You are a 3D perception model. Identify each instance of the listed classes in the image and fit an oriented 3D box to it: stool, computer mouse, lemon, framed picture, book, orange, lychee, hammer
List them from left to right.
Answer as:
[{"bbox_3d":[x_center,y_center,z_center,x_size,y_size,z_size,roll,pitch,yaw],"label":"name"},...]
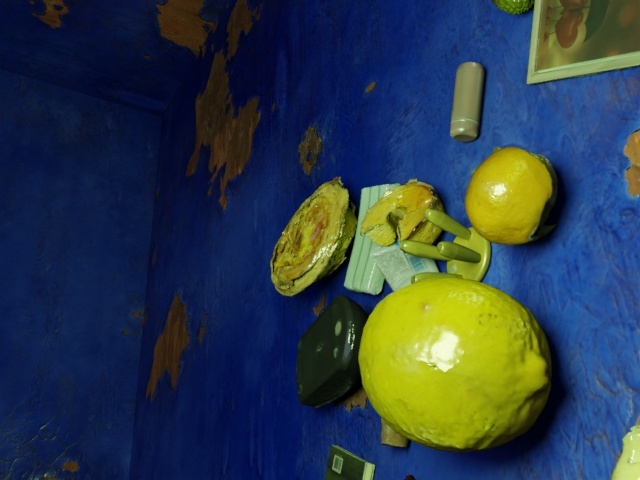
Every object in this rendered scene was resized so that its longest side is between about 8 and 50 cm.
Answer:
[{"bbox_3d":[0.039,0.226,1.527,0.269,0.100,0.170,129,150,-50],"label":"computer mouse"},{"bbox_3d":[0.038,0.528,1.463,0.160,0.024,0.228,-2,75,64],"label":"book"},{"bbox_3d":[0.212,0.020,1.272,0.134,0.111,0.134,4,82,63],"label":"stool"},{"bbox_3d":[0.189,0.175,1.078,0.284,0.261,0.260,33,108,47],"label":"lemon"},{"bbox_3d":[0.290,-0.132,1.291,0.110,0.036,0.019,143,136,-65],"label":"hammer"},{"bbox_3d":[0.326,-0.458,1.287,0.114,0.114,0.146,-22,77,59],"label":"lychee"},{"bbox_3d":[0.291,-0.061,1.120,0.134,0.157,0.156,51,126,34],"label":"orange"},{"bbox_3d":[0.419,-0.352,1.116,0.290,0.020,0.211,10,96,64],"label":"framed picture"}]

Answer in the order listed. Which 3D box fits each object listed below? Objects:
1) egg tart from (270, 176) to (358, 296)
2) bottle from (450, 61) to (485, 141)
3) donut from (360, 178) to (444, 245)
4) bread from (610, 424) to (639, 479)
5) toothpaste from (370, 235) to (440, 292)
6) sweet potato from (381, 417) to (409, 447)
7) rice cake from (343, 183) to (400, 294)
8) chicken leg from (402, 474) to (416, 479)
[{"bbox_3d":[0.000,0.000,1.698,0.297,0.132,0.297,-47,26,32],"label":"egg tart"},{"bbox_3d":[0.267,-0.251,1.364,0.053,0.053,0.140,-16,63,61],"label":"bottle"},{"bbox_3d":[0.165,-0.043,1.406,0.146,0.078,0.181,-53,27,-14],"label":"donut"},{"bbox_3d":[0.412,0.263,0.722,0.252,0.133,0.174,-36,40,57],"label":"bread"},{"bbox_3d":[0.178,0.084,1.351,0.114,0.073,0.299,-32,38,9],"label":"toothpaste"},{"bbox_3d":[0.148,0.228,1.355,0.067,0.059,0.281,-14,66,52],"label":"sweet potato"},{"bbox_3d":[0.109,-0.004,1.567,0.127,0.043,0.236,-4,73,64],"label":"rice cake"},{"bbox_3d":[0.176,0.457,1.196,0.205,0.053,0.093,-119,25,-64],"label":"chicken leg"}]
